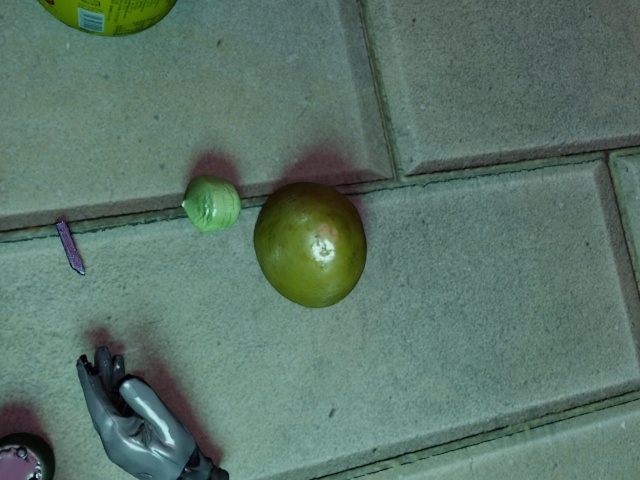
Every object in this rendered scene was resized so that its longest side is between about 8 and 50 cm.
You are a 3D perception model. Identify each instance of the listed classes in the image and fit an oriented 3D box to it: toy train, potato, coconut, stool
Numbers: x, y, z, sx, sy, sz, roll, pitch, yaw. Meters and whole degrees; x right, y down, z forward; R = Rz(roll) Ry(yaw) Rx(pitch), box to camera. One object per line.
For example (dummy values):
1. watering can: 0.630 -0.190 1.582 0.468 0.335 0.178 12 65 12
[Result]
1. toy train: -0.360 0.014 1.087 0.017 0.017 0.083 -21 88 -18
2. potato: 0.000 0.000 1.140 0.178 0.158 0.204 1 84 -17
3. coconut: -0.166 -0.056 1.128 0.096 0.087 0.088 -2 81 -38
4. stool: -0.395 0.300 0.977 0.096 0.110 0.096 3 80 -15

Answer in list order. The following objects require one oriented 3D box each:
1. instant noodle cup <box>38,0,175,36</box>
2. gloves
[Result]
1. instant noodle cup: -0.298 -0.451 1.060 0.325 0.254 0.326 3 79 -17
2. gloves: -0.232 0.264 1.031 0.286 0.142 0.119 52 42 -3
